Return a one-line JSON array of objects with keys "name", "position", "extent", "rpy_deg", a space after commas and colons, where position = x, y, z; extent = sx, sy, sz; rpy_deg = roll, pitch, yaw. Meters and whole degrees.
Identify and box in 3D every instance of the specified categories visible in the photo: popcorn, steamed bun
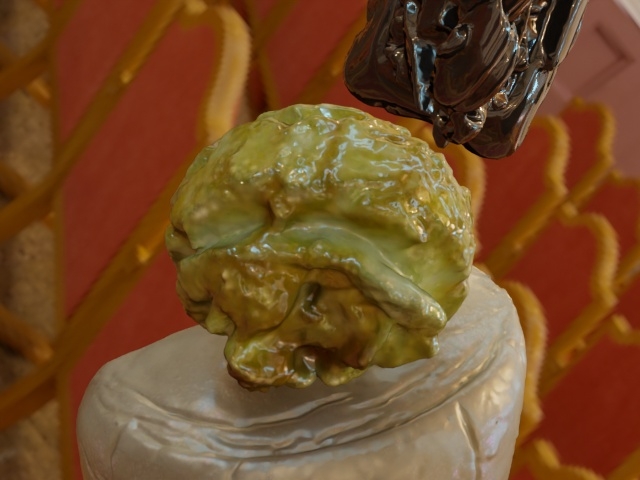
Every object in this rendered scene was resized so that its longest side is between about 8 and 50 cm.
[{"name": "popcorn", "position": [0.000, 0.000, 1.069], "extent": [0.184, 0.221, 0.204], "rpy_deg": [-83, 166, -51]}, {"name": "steamed bun", "position": [0.007, 0.181, 1.234], "extent": [0.236, 0.383, 0.247], "rpy_deg": [48, -32, 47]}]

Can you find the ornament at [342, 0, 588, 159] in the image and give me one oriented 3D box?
[{"name": "ornament", "position": [0.091, -0.161, 0.636], "extent": [0.106, 0.251, 0.260], "rpy_deg": [23, 1, 4]}]
